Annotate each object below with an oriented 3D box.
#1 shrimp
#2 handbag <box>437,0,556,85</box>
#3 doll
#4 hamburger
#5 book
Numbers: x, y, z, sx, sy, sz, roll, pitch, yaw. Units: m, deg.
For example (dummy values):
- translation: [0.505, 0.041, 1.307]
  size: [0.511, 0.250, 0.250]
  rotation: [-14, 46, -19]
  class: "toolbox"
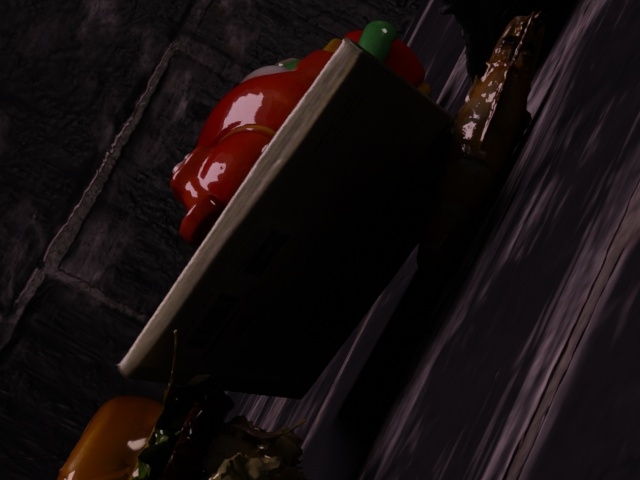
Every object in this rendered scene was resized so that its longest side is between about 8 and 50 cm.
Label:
- translation: [0.094, -0.052, 1.072]
  size: [0.162, 0.045, 0.095]
  rotation: [-67, -17, -8]
  class: "shrimp"
- translation: [0.089, -0.231, 1.181]
  size: [0.088, 0.270, 0.175]
  rotation: [-9, 30, 29]
  class: "handbag"
- translation: [-0.016, -0.069, 1.617]
  size: [0.363, 0.160, 0.182]
  rotation: [-34, -22, -54]
  class: "doll"
- translation: [-0.094, 0.187, 0.933]
  size: [0.243, 0.138, 0.262]
  rotation: [-61, 3, -36]
  class: "hamburger"
- translation: [0.000, 0.000, 1.078]
  size: [0.215, 0.025, 0.282]
  rotation: [-54, -17, 3]
  class: "book"
